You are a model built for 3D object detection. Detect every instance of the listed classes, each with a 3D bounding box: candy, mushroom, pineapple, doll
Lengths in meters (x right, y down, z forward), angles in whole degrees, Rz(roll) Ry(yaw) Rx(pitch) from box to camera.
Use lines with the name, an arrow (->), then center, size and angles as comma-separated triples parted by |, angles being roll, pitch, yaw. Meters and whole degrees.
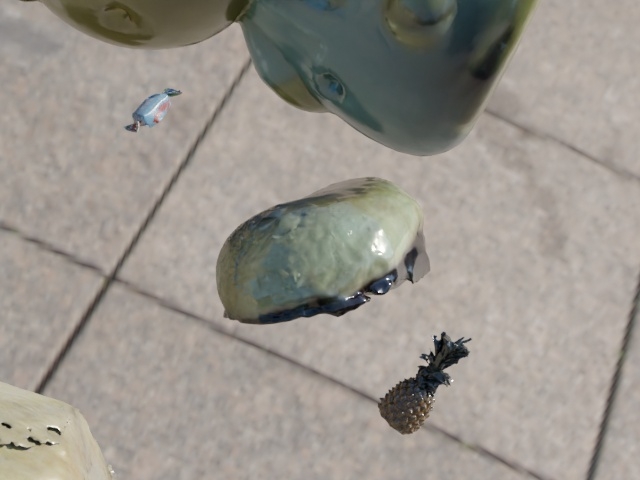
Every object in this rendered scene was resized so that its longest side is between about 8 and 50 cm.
candy -> -0.178, -0.141, 1.771 | 0.030, 0.020, 0.083 | 7, 40, 33
mushroom -> -0.001, -0.002, 1.894 | 0.248, 0.130, 0.344 | 5, 12, 29
pineapple -> 0.118, 0.153, 1.791 | 0.058, 0.124, 0.058 | 34, 19, -13
doll -> -0.024, -0.154, 0.771 | 0.261, 0.177, 0.161 | 24, 22, -6

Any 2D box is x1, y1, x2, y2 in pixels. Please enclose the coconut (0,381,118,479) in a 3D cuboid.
coconut -> -0.308, 0.258, 1.176 | 0.353, 0.352, 0.352 | 13, 42, -12
